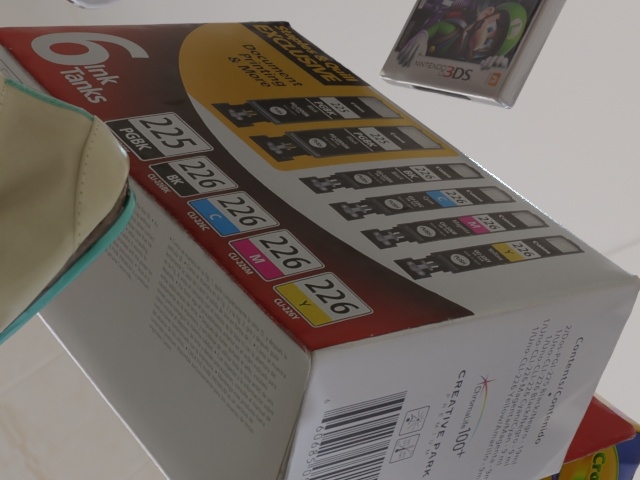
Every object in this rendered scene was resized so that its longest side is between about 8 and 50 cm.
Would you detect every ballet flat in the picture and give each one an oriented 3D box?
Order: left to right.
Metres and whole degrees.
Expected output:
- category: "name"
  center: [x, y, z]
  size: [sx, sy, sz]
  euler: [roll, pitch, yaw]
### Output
- category: "ballet flat"
  center: [-0.167, 0.043, 0.429]
  size: [0.086, 0.086, 0.248]
  euler: [40, -96, 5]

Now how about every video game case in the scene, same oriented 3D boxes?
- category: "video game case"
  center: [0.139, -0.204, 1.068]
  size: [0.022, 0.173, 0.190]
  euler: [29, -93, -32]

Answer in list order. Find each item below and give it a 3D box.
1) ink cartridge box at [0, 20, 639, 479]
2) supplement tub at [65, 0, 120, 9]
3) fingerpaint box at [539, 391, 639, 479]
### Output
- category: "ink cartridge box"
  center: [0.000, 0.000, 0.708]
  size: [0.309, 0.272, 0.130]
  euler: [42, -52, 39]
- category: "supplement tub"
  center: [-0.243, -0.301, 1.191]
  size: [0.190, 0.117, 0.117]
  euler: [41, -62, 32]
- category: "fingerpaint box"
  center: [0.058, 0.317, 1.290]
  size: [0.371, 0.163, 0.444]
  euler: [17, -81, -20]
